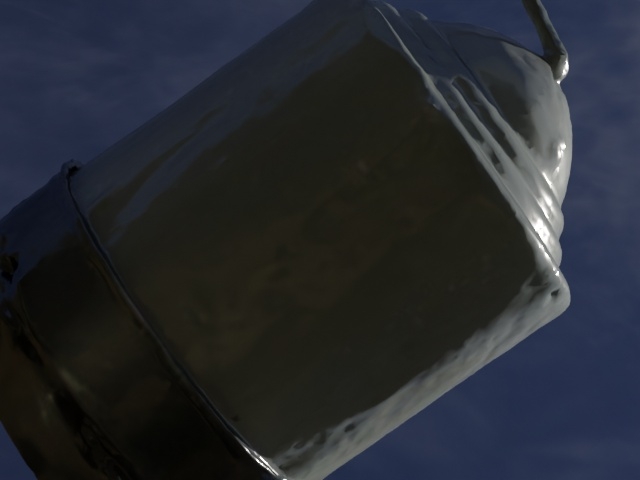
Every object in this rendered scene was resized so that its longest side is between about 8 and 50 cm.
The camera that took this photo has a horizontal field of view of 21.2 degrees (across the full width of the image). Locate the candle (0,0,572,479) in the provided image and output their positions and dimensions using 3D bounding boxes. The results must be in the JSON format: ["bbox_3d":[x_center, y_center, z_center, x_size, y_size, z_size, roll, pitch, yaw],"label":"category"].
[{"bbox_3d":[0.000,0.000,0.893,0.342,0.221,0.221,-34,-86,6],"label":"candle"}]
